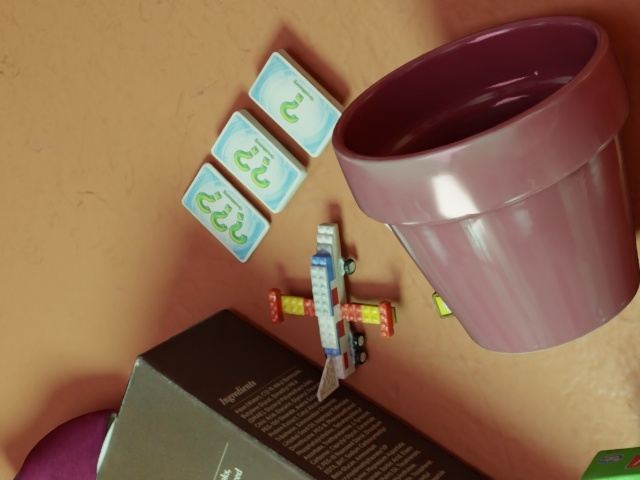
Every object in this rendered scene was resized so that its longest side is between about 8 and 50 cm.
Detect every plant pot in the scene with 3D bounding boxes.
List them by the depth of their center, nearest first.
[{"bbox_3d":[0.131,-0.031,1.315,0.201,0.201,0.180,-8,118,34],"label":"plant pot"}]

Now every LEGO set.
[{"bbox_3d":[0.000,0.000,1.481,0.244,0.060,0.182,45,128,11],"label":"LEGO set"}]

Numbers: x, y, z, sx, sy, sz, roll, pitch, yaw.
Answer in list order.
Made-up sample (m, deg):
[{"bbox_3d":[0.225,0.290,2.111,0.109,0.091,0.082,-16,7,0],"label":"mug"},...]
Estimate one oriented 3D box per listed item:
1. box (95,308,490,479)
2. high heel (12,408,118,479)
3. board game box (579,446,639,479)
[{"bbox_3d":[0.010,0.241,1.508,0.381,0.143,0.191,32,121,18],"label":"box"},{"bbox_3d":[-0.142,0.333,1.649,0.181,0.127,0.377,-41,87,28],"label":"high heel"},{"bbox_3d":[0.333,0.282,1.340,0.213,0.046,0.317,-12,108,34],"label":"board game box"}]
